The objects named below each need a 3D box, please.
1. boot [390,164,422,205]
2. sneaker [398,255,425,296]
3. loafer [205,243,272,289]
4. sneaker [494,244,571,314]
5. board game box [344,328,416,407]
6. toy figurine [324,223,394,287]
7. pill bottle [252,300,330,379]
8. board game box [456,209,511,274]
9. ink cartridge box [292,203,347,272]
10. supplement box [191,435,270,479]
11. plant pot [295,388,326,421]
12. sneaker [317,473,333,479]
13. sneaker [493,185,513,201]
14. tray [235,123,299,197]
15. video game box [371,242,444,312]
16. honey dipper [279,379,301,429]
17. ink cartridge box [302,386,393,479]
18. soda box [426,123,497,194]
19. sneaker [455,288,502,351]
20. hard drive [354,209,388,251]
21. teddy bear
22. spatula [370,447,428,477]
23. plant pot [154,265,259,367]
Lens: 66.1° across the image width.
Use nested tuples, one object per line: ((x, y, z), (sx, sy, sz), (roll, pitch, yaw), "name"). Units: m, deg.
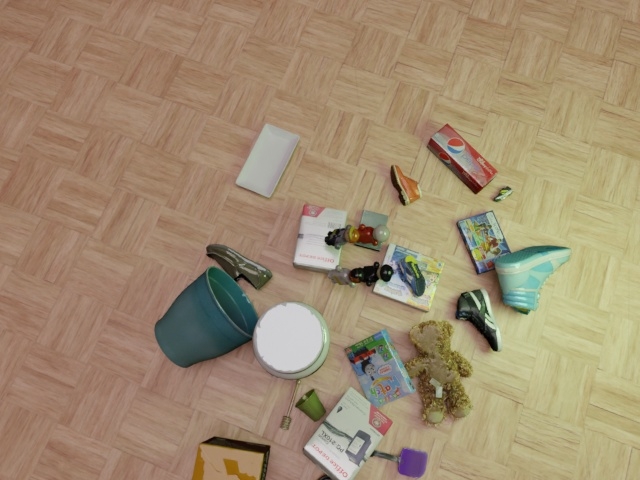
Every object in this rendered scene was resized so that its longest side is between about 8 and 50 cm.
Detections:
((0.311, -0.211, 1.793), (0.085, 0.059, 0.158), (-22, 84, -9), "boot")
((0.307, 0.121, 1.656), (0.053, 0.059, 0.144), (-22, 92, -37), "sneaker")
((-0.291, 0.092, 1.689), (0.251, 0.094, 0.087), (25, 72, 7), "loafer")
((0.728, 0.135, 1.673), (0.319, 0.127, 0.208), (-12, 101, -22), "sneaker")
((0.189, 0.415, 1.585), (0.160, 0.039, 0.211), (-34, 75, 29), "board game box")
((0.131, 0.049, 1.617), (0.209, 0.148, 0.213), (0, 86, -43), "toy figurine")
((-0.082, 0.303, 1.476), (0.224, 0.392, 0.224), (0, 75, 0), "pill bottle")
((0.583, 0.006, 1.739), (0.136, 0.035, 0.201), (-17, 75, -4), "board game box")
((0.000, 0.000, 1.715), (0.159, 0.092, 0.218), (10, 73, 3), "ink cartridge box")
((-0.262, 0.679, 1.475), (0.191, 0.194, 0.129), (8, 75, 3), "supplement box")
((-0.025, 0.536, 1.580), (0.083, 0.083, 0.079), (-41, 90, -10), "plant pot")
((-0.029, 0.807, 1.498), (0.084, 0.083, 0.215), (37, 79, 8), "sneaker")
((0.662, -0.169, 1.793), (0.083, 0.031, 0.035), (-27, 63, -11), "sneaker")
((-0.195, -0.296, 1.829), (0.145, 0.030, 0.270), (23, 76, 6), "tray")
((0.303, 0.128, 1.702), (0.205, 0.048, 0.187), (19, 78, 6), "video game box")
((-0.093, 0.534, 1.603), (0.030, 0.030, 0.160), (18, 72, 5), "honey dipper")
((0.082, 0.605, 1.514), (0.172, 0.100, 0.237), (37, 65, 15), "ink cartridge box")
((0.516, -0.298, 1.799), (0.092, 0.083, 0.263), (-41, 78, -10), "soda box")
((0.521, 0.276, 1.649), (0.121, 0.079, 0.217), (-11, 67, 1), "sneaker")
((0.182, -0.035, 1.759), (0.094, 0.022, 0.135), (14, 75, 4), "hard drive")
((0.378, 0.428, 1.599), (0.245, 0.113, 0.338), (-30, 83, 2), "teddy bear")
((0.193, 0.681, 1.557), (0.296, 0.030, 0.084), (12, 73, 4), "spatula")
((-0.372, 0.265, 1.569), (0.255, 0.271, 0.271), (-36, 77, 6), "plant pot")
